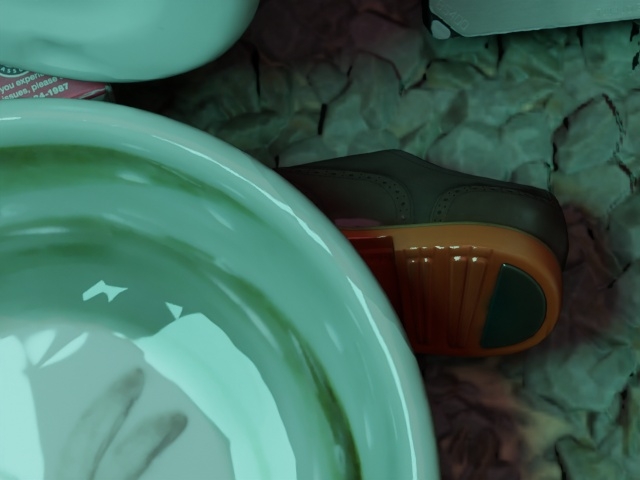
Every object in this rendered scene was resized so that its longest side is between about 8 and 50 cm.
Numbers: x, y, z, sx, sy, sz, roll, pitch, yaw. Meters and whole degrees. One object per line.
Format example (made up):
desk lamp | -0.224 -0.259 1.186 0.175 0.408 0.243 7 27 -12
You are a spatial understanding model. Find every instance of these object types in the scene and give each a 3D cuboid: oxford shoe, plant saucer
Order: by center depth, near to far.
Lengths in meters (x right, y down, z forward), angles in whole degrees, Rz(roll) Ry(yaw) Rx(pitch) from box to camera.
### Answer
plant saucer | -0.139 0.132 0.925 0.400 0.100 0.401 0 81 2
oxford shoe | 0.000 0.000 1.002 0.271 0.097 0.098 8 39 10

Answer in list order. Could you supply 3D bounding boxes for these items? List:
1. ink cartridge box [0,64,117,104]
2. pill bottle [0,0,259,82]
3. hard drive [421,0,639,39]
ink cartridge box | -0.235 -0.136 1.023 0.172 0.100 0.237 -23 75 -8
pill bottle | -0.100 -0.298 0.927 0.224 0.224 0.392 11 66 4
hard drive | 0.158 -0.289 0.996 0.236 0.064 0.339 -5 108 -1
